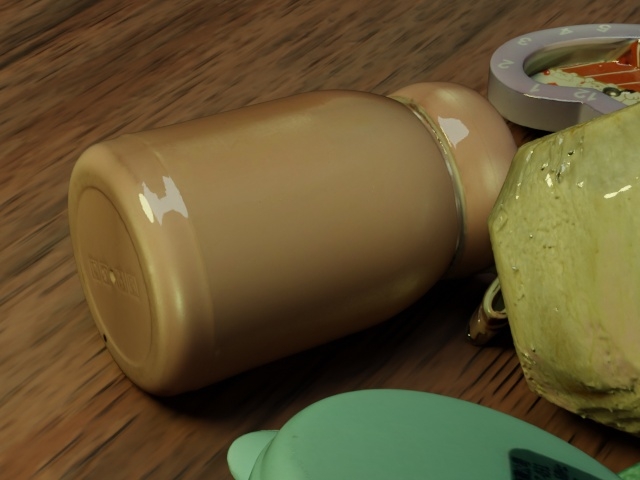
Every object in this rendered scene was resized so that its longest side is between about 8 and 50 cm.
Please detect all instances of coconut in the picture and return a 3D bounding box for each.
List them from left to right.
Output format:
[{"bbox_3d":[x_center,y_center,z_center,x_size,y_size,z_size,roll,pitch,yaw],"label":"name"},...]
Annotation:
[{"bbox_3d":[0.222,0.021,0.943,0.241,0.241,0.241,1,35,-1],"label":"coconut"}]

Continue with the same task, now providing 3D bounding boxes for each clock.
[{"bbox_3d":[0.247,-0.124,1.276,0.198,0.064,0.172,19,39,24],"label":"clock"}]

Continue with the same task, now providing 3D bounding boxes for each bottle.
[{"bbox_3d":[0.000,0.000,1.019,0.297,0.173,0.206,-17,70,-27],"label":"bottle"}]

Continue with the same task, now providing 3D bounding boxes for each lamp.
[{"bbox_3d":[0.089,0.154,0.662,0.284,0.147,0.209,1,23,6],"label":"lamp"}]

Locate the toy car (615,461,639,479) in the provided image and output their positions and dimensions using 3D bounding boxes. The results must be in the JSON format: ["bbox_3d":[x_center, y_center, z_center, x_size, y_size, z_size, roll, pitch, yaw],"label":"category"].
[{"bbox_3d":[0.180,0.187,0.800,0.321,0.097,0.141,-21,41,-28],"label":"toy car"}]
